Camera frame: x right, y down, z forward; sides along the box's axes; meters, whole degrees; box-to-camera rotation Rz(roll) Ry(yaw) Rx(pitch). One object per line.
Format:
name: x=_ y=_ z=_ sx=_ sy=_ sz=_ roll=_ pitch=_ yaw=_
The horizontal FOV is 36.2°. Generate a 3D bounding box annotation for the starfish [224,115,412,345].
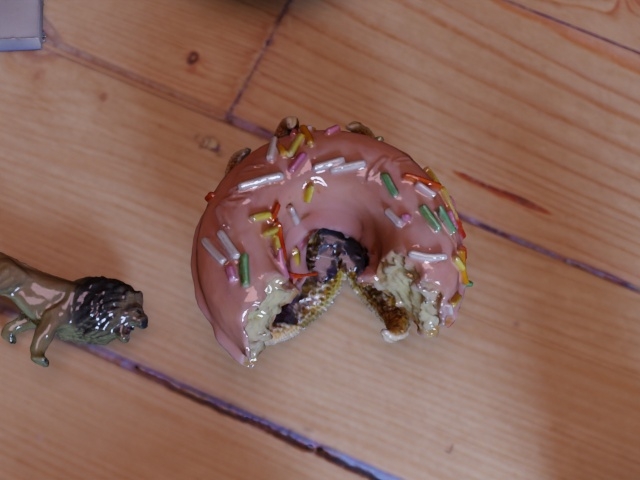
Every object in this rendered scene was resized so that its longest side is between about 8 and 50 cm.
starfish: x=0.001 y=0.001 z=0.882 sx=0.216 sy=0.071 sz=0.238 roll=-42 pitch=67 yaw=-10

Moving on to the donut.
donut: x=0.006 y=-0.008 z=0.809 sx=0.233 sy=0.085 sz=0.199 roll=-10 pitch=66 yaw=-7

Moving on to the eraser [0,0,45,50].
eraser: x=-0.328 y=-0.259 z=0.978 sx=0.104 sy=0.023 sz=0.150 roll=-3 pitch=70 yaw=-4

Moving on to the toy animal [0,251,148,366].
toy animal: x=-0.259 y=0.056 z=0.830 sx=0.220 sy=0.069 sz=0.086 roll=16 pitch=84 yaw=-21
